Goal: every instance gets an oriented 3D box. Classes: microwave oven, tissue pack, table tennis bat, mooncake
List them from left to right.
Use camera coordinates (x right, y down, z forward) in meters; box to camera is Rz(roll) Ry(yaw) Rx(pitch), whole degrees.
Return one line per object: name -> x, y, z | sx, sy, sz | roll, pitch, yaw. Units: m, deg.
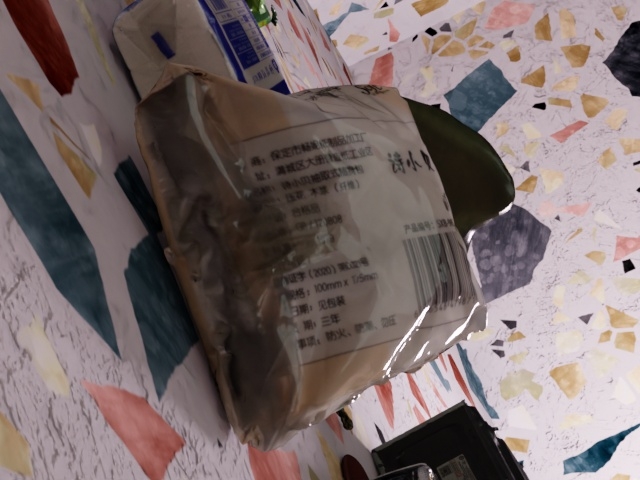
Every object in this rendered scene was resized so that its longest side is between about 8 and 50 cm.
tissue pack -> -0.144, -0.214, 1.497 | 0.209, 0.137, 0.269 | 64, 13, -11
tissue pack -> 0.000, 0.000, 1.301 | 0.375, 0.195, 0.390 | -8, 80, -50
table tennis bat -> 0.062, 0.328, 1.586 | 0.155, 0.019, 0.098 | 43, 25, -61
mooncake -> 0.069, -0.014, 1.559 | 0.187, 0.351, 0.351 | 158, -93, -89
microwave oven -> 0.233, 0.411, 1.726 | 0.237, 0.181, 0.295 | 56, 6, -47

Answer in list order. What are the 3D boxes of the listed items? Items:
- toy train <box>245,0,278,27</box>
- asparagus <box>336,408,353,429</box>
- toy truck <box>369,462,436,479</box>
toy train -> -0.171, -0.389, 1.743 | 0.188, 0.159, 0.271 | -121, -174, -85
asparagus -> 0.014, 0.199, 1.657 | 0.015, 0.018, 0.127 | -15, 77, -45
toy truck -> 0.106, 0.375, 1.442 | 0.227, 0.098, 0.114 | -87, 154, -59
